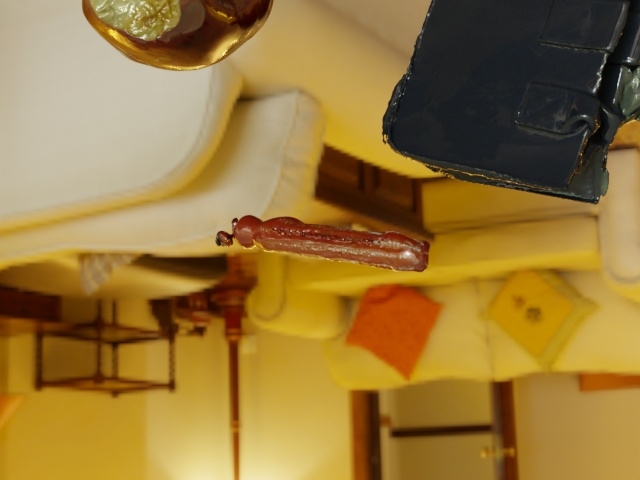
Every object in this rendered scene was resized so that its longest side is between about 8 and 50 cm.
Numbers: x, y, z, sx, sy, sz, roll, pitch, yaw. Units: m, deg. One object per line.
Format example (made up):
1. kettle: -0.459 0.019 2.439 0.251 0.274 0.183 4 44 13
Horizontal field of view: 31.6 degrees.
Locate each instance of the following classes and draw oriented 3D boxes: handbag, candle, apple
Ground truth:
1. handbag: 0.231 -0.202 1.110 0.269 0.326 0.118 18 177 42
2. candle: 0.000 0.000 1.456 0.329 0.051 0.048 7 -169 37
3. apple: -0.128 -0.226 1.020 0.158 0.156 0.147 -6 153 43
